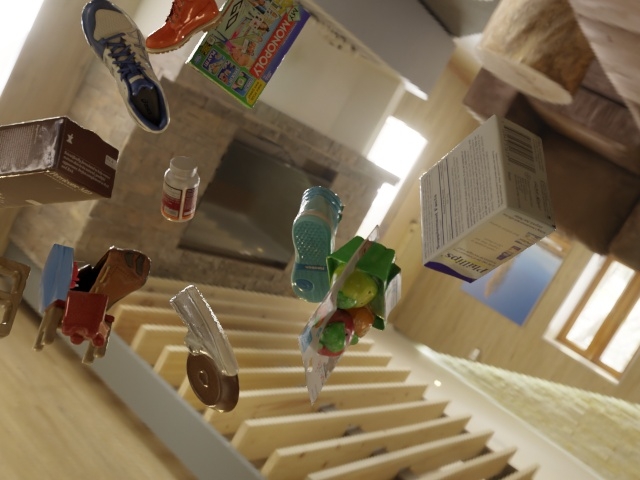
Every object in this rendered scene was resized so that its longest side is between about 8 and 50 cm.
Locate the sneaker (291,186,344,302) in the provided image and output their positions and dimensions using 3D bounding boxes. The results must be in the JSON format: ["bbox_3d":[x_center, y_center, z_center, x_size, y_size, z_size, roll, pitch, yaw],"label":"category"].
[{"bbox_3d":[0.000,0.000,1.808,0.127,0.319,0.208,10,-136,5],"label":"sneaker"}]

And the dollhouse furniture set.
[{"bbox_3d":[-0.466,0.050,1.026,0.374,0.152,0.201,23,150,-30],"label":"dollhouse furniture set"}]

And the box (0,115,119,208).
[{"bbox_3d":[-0.696,-0.175,1.644,0.381,0.143,0.191,-5,161,22],"label":"box"}]

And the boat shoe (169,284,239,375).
[{"bbox_3d":[-0.195,0.154,1.137,0.184,0.063,0.066,55,173,26],"label":"boat shoe"}]

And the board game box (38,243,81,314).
[{"bbox_3d":[-0.477,0.077,1.284,0.033,0.133,0.168,15,175,-37],"label":"board game box"}]

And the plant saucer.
[{"bbox_3d":[-0.271,0.329,1.680,0.036,0.199,0.198,-17,-140,-43],"label":"plant saucer"}]

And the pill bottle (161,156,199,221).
[{"bbox_3d":[-0.348,-0.129,1.725,0.086,0.152,0.086,11,-144,-8],"label":"pill bottle"}]

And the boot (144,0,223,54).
[{"bbox_3d":[-0.256,-0.397,1.236,0.059,0.158,0.085,40,161,37],"label":"boot"}]

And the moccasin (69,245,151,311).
[{"bbox_3d":[-0.586,0.124,1.744,0.147,0.380,0.139,30,-130,-32],"label":"moccasin"}]

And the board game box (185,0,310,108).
[{"bbox_3d":[-0.195,-0.556,1.903,0.213,0.317,0.046,33,175,-26],"label":"board game box"}]

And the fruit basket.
[{"bbox_3d":[0.064,0.182,1.628,0.165,0.353,0.327,18,145,18],"label":"fruit basket"}]

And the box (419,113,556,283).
[{"bbox_3d":[0.178,-0.042,0.764,0.072,0.137,0.126,20,-127,-24],"label":"box"}]

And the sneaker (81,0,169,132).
[{"bbox_3d":[-0.392,-0.363,1.452,0.131,0.111,0.297,40,159,59],"label":"sneaker"}]
